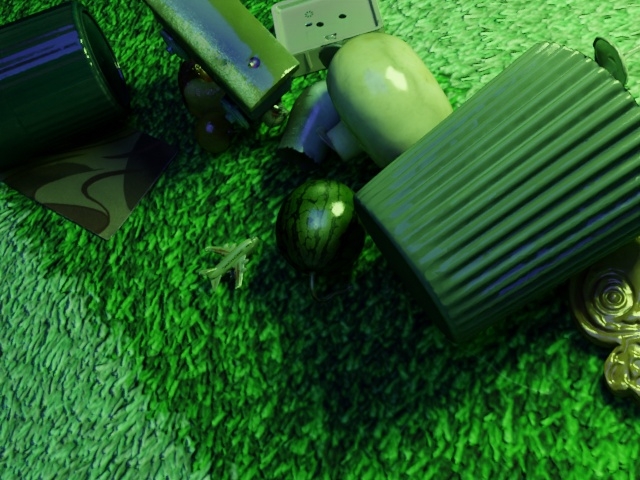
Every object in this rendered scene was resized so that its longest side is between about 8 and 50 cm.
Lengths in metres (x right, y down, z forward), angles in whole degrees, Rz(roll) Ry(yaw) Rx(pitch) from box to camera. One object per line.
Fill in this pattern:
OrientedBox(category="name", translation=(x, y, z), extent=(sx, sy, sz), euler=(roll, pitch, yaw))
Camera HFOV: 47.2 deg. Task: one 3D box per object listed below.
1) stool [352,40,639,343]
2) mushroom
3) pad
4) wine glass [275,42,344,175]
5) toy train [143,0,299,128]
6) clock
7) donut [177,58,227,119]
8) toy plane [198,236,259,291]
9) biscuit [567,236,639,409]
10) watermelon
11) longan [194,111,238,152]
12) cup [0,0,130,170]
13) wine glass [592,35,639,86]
OrientedBox(category="stool", translation=(0.243, -0.053, 0.991), extent=(0.330, 0.297, 0.297), euler=(-35, 58, -1))
OrientedBox(category="mushroom", translation=(0.094, -0.200, 1.146), extent=(0.202, 0.246, 0.246), euler=(-33, 55, 21))
OrientedBox(category="pad", translation=(-0.447, -0.147, 1.389), extent=(0.330, 0.004, 0.220), euler=(25, 70, 26))
OrientedBox(category="wine glass", translation=(0.001, -0.224, 1.256), extent=(0.103, 0.103, 0.222), euler=(16, 68, 23))
OrientedBox(category="toy train", translation=(-0.166, -0.316, 1.216), extent=(0.131, 0.202, 0.300), euler=(-44, 87, -5))
OrientedBox(category="clock", translation=(0.016, -0.397, 1.370), extent=(0.197, 0.063, 0.150), euler=(-15, 58, 7))
OrientedBox(category="donut", translation=(-0.184, -0.313, 1.374), extent=(0.184, 0.073, 0.166), euler=(-35, 61, -4))
OrientedBox(category="toy plane", translation=(-0.143, 0.033, 1.183), extent=(0.111, 0.040, 0.102), euler=(-37, 60, -8))
OrientedBox(category="biscuit", translation=(0.445, 0.114, 0.978), extent=(0.201, 0.044, 0.289), euler=(-10, 57, 10))
OrientedBox(category="watermelon", translation=(0.000, 0.000, 1.106), extent=(0.140, 0.141, 0.188), euler=(2, 68, 16))
OrientedBox(category="longan", translation=(-0.183, -0.192, 1.303), extent=(0.083, 0.075, 0.075), euler=(8, 63, 29))
OrientedBox(category="cup", translation=(-0.526, -0.285, 1.377), extent=(0.292, 0.308, 0.242), euler=(-21, 90, 2))
OrientedBox(category="wine glass", translation=(0.535, -0.319, 1.158), extent=(0.182, 0.122, 0.122), euler=(-29, 58, 1))
